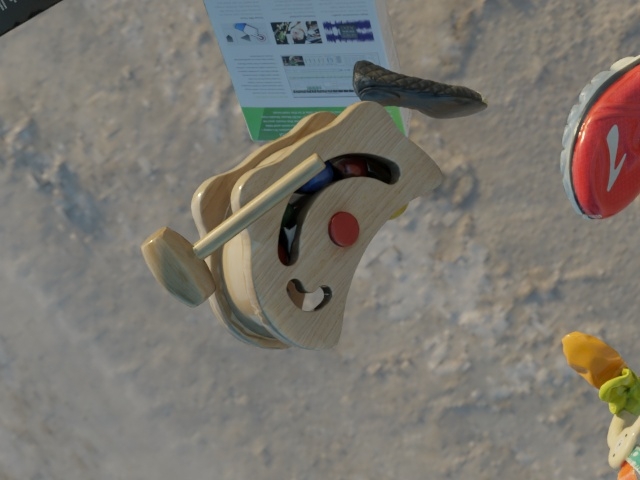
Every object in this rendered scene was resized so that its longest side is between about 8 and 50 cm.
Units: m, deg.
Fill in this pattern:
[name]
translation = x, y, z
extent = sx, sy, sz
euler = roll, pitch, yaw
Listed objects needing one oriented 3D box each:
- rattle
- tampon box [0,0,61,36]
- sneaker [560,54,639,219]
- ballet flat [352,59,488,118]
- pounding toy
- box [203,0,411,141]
[rattle]
translation = 0.353, 0.211, 1.670
extent = 0.143, 0.199, 0.130
euler = 43, 139, -13
[tampon box]
translation = -0.294, -0.258, 1.275
extent = 0.120, 0.161, 0.101
euler = 15, 136, 61
[sneaker]
translation = 0.328, -0.130, 1.240
extent = 0.107, 0.279, 0.118
euler = 44, 174, -30
[ballet flat]
translation = 0.115, -0.168, 1.523
extent = 0.057, 0.173, 0.049
euler = -38, 52, 51
[pounding toy]
translation = 0.000, 0.000, 1.074
extent = 0.155, 0.269, 0.154
euler = -6, 116, 56
[box]
translation = -0.017, -0.259, 1.823
extent = 0.232, 0.058, 0.322
euler = 1, 139, 16
